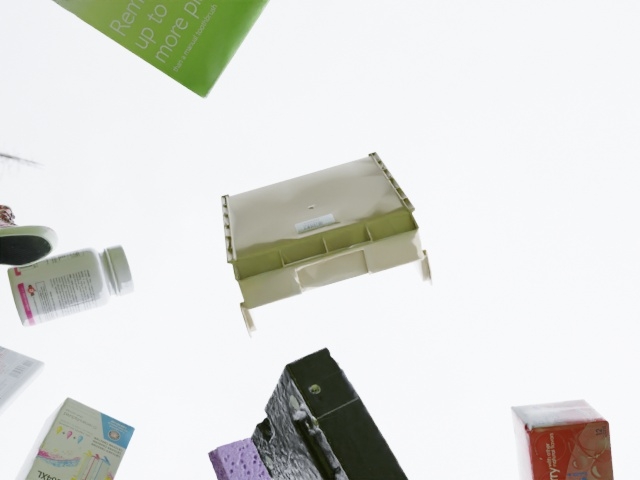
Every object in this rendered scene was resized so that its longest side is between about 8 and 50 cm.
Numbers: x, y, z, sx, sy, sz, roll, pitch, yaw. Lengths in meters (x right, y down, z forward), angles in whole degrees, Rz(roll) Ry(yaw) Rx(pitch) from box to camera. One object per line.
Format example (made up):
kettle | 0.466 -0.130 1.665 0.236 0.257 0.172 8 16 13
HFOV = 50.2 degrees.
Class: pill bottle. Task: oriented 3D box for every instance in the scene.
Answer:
pill bottle | -0.635 0.109 1.751 0.160 0.283 0.160 165 -90 -69

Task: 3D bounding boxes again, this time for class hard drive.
hard drive | 0.043 0.311 0.738 0.339 0.064 0.237 58 -30 24

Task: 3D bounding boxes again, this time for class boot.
boot | -0.630 -0.027 1.398 0.244 0.088 0.176 -9 -142 13

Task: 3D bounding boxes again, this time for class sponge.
sponge | -0.113 0.454 1.199 0.031 0.117 0.210 -36 -110 31

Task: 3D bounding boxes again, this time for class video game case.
video game case | -0.521 0.186 0.963 0.193 0.212 0.023 23 -79 -6

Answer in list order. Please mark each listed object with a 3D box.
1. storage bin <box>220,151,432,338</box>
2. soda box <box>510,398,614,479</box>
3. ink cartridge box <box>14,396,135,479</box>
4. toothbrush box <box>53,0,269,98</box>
storage bin | 0.000 0.000 0.998 0.262 0.123 0.260 -16 -151 -2
soda box | 0.283 0.322 0.775 0.092 0.083 0.263 -7 -86 4
ink cartridge box | -0.292 0.273 0.781 0.090 0.092 0.143 -41 -155 42
toothbrush box | -0.161 -0.296 0.591 0.206 0.283 0.122 -50 -161 23
